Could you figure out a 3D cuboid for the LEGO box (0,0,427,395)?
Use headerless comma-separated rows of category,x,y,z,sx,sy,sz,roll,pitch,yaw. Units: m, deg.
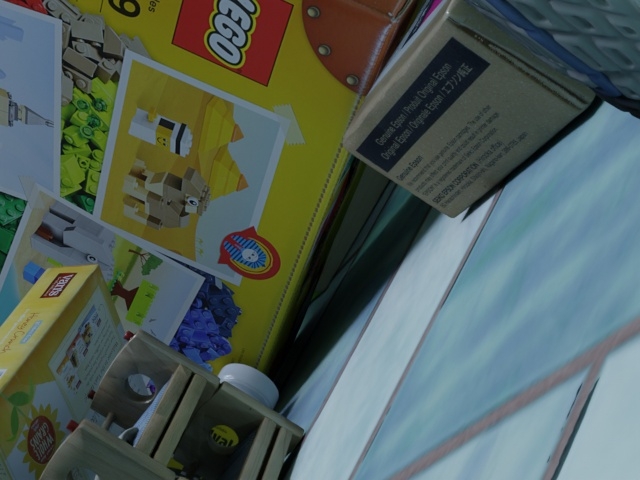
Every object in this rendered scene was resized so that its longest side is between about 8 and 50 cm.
LEGO box,-0.154,-0.095,1.106,0.500,0.372,0.193,111,-175,-45

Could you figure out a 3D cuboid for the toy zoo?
toy zoo,0.000,0.000,1.500,0.192,0.030,0.293,-59,5,-20

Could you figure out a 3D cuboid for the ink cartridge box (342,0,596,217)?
ink cartridge box,0.123,-0.149,0.822,0.234,0.088,0.193,-58,3,-22

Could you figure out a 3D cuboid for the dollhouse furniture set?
dollhouse furniture set,-0.121,0.178,0.919,0.183,0.129,0.129,-56,5,23

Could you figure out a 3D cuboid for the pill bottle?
pill bottle,-0.075,0.146,1.061,0.116,0.065,0.065,-61,6,-37

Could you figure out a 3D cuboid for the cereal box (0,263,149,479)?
cereal box,-0.163,0.161,1.016,0.173,0.047,0.240,-61,-39,-55

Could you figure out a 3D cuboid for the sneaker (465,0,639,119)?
sneaker,0.094,-0.141,0.569,0.129,0.111,0.297,-49,31,9
